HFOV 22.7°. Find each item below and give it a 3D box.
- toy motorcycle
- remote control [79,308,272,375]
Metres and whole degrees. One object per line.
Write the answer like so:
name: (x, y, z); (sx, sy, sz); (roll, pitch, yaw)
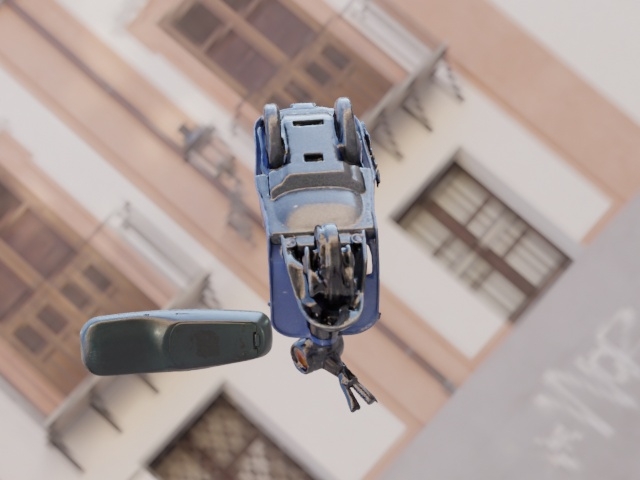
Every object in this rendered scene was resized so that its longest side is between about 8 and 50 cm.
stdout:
toy motorcycle: (0.000, 0.000, 1.606); (0.358, 0.125, 0.213); (-97, 4, -52)
remote control: (-0.165, 0.116, 1.832); (0.042, 0.222, 0.072); (-117, 24, -77)
